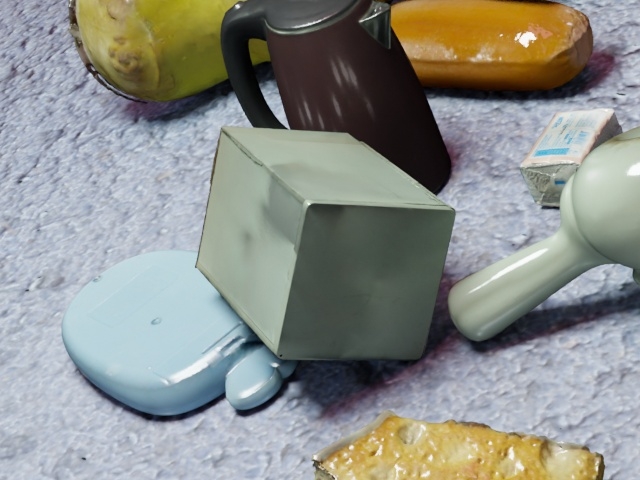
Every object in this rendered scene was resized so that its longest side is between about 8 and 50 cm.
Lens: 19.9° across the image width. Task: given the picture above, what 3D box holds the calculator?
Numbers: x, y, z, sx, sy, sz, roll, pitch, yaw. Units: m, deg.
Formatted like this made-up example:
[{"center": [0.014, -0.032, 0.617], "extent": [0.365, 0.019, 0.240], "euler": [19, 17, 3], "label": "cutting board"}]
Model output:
[{"center": [-0.132, 0.085, 1.744], "extent": [0.188, 0.042, 0.303], "euler": [-38, 34, -25], "label": "calculator"}]

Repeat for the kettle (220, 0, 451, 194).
[{"center": [0.010, -0.151, 1.831], "extent": [0.202, 0.232, 0.144], "euler": [2, 38, 35], "label": "kettle"}]

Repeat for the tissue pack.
[{"center": [0.242, -0.078, 1.740], "extent": [0.074, 0.058, 0.094], "euler": [0, 37, 37], "label": "tissue pack"}]

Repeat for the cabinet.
[{"center": [0.000, 0.000, 1.644], "extent": [0.150, 0.145, 0.206], "euler": [2, 21, -27], "label": "cabinet"}]

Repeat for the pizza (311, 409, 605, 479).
[{"center": [0.110, 0.204, 1.388], "extent": [0.204, 0.080, 0.188], "euler": [-30, 54, -31], "label": "pizza"}]

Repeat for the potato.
[{"center": [-0.068, -0.319, 2.050], "extent": [0.397, 0.289, 0.296], "euler": [-28, 20, -20], "label": "potato"}]

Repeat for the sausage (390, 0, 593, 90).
[{"center": [0.164, -0.211, 1.955], "extent": [0.274, 0.105, 0.105], "euler": [7, 42, 39], "label": "sausage"}]

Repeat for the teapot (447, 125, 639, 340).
[{"center": [0.271, -0.019, 1.553], "extent": [0.220, 0.149, 0.318], "euler": [-21, 6, -43], "label": "teapot"}]
